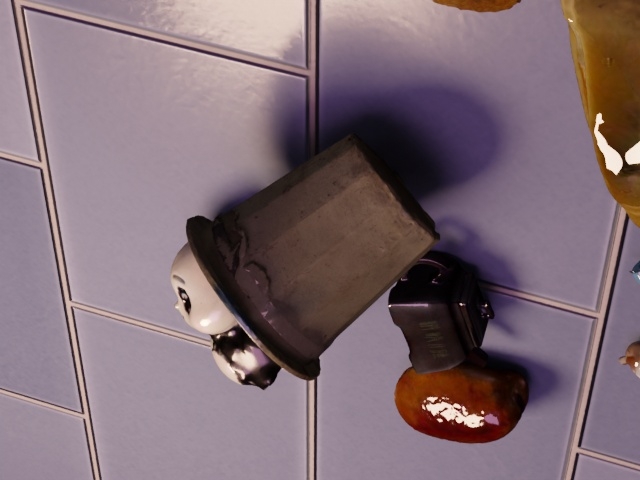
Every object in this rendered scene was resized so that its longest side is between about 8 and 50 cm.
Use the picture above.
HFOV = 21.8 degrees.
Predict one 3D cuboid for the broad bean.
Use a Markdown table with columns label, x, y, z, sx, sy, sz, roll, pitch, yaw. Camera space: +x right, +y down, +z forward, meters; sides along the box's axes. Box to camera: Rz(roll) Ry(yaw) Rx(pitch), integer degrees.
| label | x | y | z | sx | sy | sz | roll | pitch | yaw |
| --- | --- | --- | --- | --- | --- | --- | --- | --- | --- |
| broad bean | 0.160 | 0.188 | 1.940 | 0.165 | 0.084 | 0.114 | 8 | 122 | 30 |

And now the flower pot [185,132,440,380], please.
| label | x | y | z | sx | sy | sz | roll | pitch | yaw |
| --- | --- | --- | --- | --- | --- | --- | --- | --- | --- |
| flower pot | 0.000 | 0.000 | 1.709 | 0.202 | 0.212 | 0.212 | -40 | 113 | 8 |

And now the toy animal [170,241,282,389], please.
| label | x | y | z | sx | sy | sz | roll | pitch | yaw |
| --- | --- | --- | --- | --- | --- | --- | --- | --- | --- |
| toy animal | -0.093 | 0.067 | 1.893 | 0.179 | 0.138 | 0.166 | 46 | -179 | -12 |

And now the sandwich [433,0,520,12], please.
| label | x | y | z | sx | sy | sz | roll | pitch | yaw |
| --- | --- | --- | --- | --- | --- | --- | --- | --- | --- |
| sandwich | 0.160 | -0.317 | 1.322 | 0.100 | 0.254 | 0.288 | 0 | 179 | -9 |

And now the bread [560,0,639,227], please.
| label | x | y | z | sx | sy | sz | roll | pitch | yaw |
| --- | --- | --- | --- | --- | --- | --- | --- | --- | --- |
| bread | 0.379 | -0.122 | 1.379 | 0.341 | 0.210 | 0.300 | 5 | 139 | 23 |

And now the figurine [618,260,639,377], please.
| label | x | y | z | sx | sy | sz | roll | pitch | yaw |
| --- | --- | --- | --- | --- | --- | --- | --- | --- | --- |
| figurine | 0.393 | 0.131 | 1.733 | 0.205 | 0.103 | 0.260 | -21 | 112 | 40 |

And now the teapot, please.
| label | x | y | z | sx | sy | sz | roll | pitch | yaw |
| --- | --- | --- | --- | --- | --- | --- | --- | --- | --- |
| teapot | 0.142 | 0.077 | 1.823 | 0.096 | 0.087 | 0.177 | -3 | 133 | 24 |
